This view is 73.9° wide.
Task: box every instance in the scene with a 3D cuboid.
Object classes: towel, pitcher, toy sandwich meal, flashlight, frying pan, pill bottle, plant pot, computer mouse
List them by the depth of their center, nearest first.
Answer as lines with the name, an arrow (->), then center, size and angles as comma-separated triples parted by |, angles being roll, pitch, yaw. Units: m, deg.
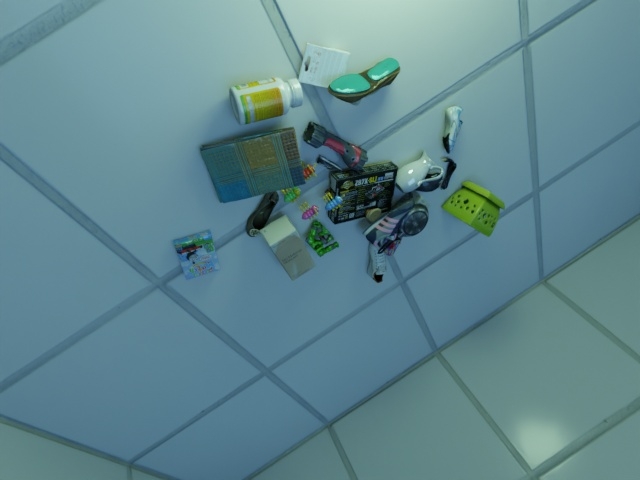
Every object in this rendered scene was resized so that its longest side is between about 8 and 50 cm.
pill bottle -> -0.196, -0.516, 1.556 | 0.246, 0.136, 0.136 | -18, 131, -15
towel -> -0.262, -0.298, 1.711 | 0.371, 0.040, 0.271 | -14, 131, -4
flashlight -> 0.066, -0.393, 1.818 | 0.304, 0.103, 0.103 | 16, 119, -37
pitcher -> 0.468, -0.311, 2.044 | 0.207, 0.177, 0.125 | -39, 139, 3
toy sandwich meal -> 0.256, -0.128, 2.071 | 0.086, 0.029, 0.085 | -19, 136, -19
frying pan -> 0.414, -0.065, 2.151 | 0.326, 0.053, 0.197 | -31, 130, -6
computer mouse -> 0.595, -0.327, 2.162 | 0.262, 0.060, 0.183 | -7, 127, -34
plant pot -> 0.848, -0.182, 2.325 | 0.227, 0.228, 0.207 | 22, 105, -38

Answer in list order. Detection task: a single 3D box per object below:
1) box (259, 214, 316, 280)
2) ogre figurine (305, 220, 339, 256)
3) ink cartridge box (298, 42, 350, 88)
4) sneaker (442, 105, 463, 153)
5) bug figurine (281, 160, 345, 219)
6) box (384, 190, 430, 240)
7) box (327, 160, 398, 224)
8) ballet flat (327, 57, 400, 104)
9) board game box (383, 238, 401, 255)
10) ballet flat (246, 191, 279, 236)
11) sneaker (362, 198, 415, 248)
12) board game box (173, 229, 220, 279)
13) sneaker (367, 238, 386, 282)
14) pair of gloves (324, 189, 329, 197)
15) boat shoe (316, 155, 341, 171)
box -> -0.148, 0.039, 1.994 | 0.148, 0.121, 0.311 | -34, 141, -4
ogre figurine -> 0.000, 0.000, 2.093 | 0.118, 0.097, 0.197 | -45, 145, -6
ink cartridge box -> 0.010, -0.663, 1.626 | 0.180, 0.045, 0.145 | 5, 123, -20
sneaker -> 0.634, -0.522, 2.029 | 0.086, 0.085, 0.237 | -9, 129, -3
bug figurine -> -0.038, -0.200, 1.877 | 0.216, 0.072, 0.279 | -39, 114, 14
box -> 0.423, -0.129, 2.208 | 0.275, 0.113, 0.094 | -46, 132, 9
box -> 0.200, -0.227, 2.025 | 0.323, 0.079, 0.256 | -15, 132, -19
ballet flat -> 0.170, -0.609, 1.684 | 0.343, 0.116, 0.124 | -34, 161, -22
board game box -> 0.406, 0.008, 2.310 | 0.168, 0.033, 0.133 | -58, 136, -13
ballet flat -> -0.255, -0.112, 1.891 | 0.084, 0.058, 0.249 | 19, 114, -37
sneaker -> 0.357, -0.079, 2.086 | 0.319, 0.131, 0.112 | -38, 178, 37
board game box -> -0.544, 0.067, 1.889 | 0.160, 0.039, 0.211 | -18, 132, -16
sneaker -> 0.330, 0.109, 2.336 | 0.106, 0.123, 0.289 | -13, 128, -17
pair of gloves -> 0.068, -0.232, 2.004 | 0.083, 0.010, 0.074 | -44, 132, 8
boat shoe -> 0.039, -0.333, 1.886 | 0.125, 0.046, 0.038 | 22, 112, -35
